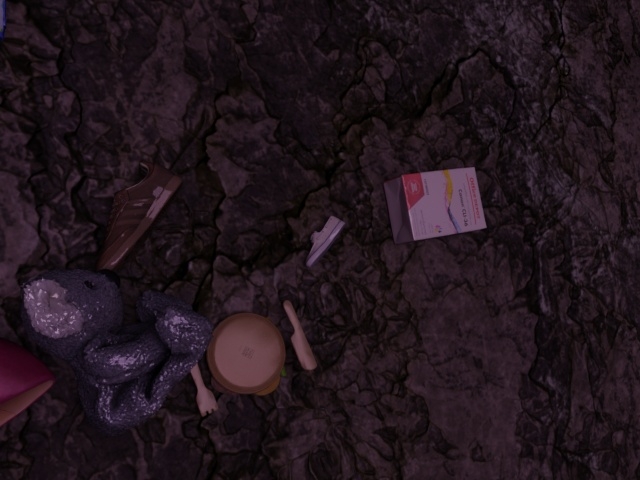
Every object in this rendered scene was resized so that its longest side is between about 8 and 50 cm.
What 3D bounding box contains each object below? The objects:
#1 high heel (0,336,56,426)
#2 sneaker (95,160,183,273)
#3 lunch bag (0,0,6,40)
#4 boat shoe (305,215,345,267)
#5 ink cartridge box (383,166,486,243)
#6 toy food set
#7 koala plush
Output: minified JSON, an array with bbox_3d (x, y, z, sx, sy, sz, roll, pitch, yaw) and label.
[{"bbox_3d":[-0.474,0.277,0.818,0.181,0.127,0.377,22,70,3],"label":"high heel"},{"bbox_3d":[-0.276,-0.031,1.025,0.071,0.066,0.188,33,64,-2],"label":"sneaker"},{"bbox_3d":[-0.489,-0.327,0.926,0.151,0.096,0.129,0,84,-17],"label":"lunch bag"},{"bbox_3d":[0.000,0.000,1.169,0.035,0.035,0.100,34,72,10],"label":"boat shoe"},{"bbox_3d":[0.219,-0.065,1.263,0.198,0.067,0.115,-10,88,-27],"label":"ink cartridge box"},{"bbox_3d":[-0.114,0.176,1.090,0.192,0.038,0.133,-19,85,-22],"label":"toy food set"},{"bbox_3d":[-0.292,0.120,0.924,0.221,0.196,0.203,40,78,-21],"label":"koala plush"}]
